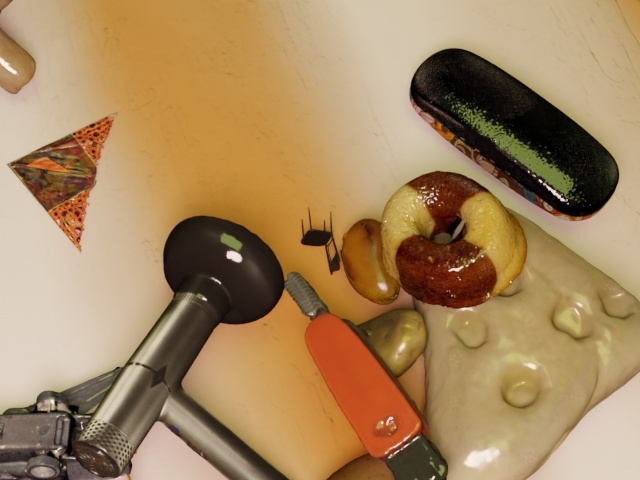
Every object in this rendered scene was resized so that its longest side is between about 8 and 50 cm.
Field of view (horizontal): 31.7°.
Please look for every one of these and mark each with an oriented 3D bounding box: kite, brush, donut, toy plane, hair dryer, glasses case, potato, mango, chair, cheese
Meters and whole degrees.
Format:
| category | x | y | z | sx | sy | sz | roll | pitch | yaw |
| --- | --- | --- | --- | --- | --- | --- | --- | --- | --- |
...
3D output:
| category | x | y | z | sx | sy | sz | roll | pitch | yaw |
| --- | --- | --- | --- | --- | --- | --- | --- | --- | --- |
| kite | -0.350 | -0.090 | 1.478 | 0.125 | 0.008 | 0.222 | 8 | 60 | -1 |
| brush | 0.039 | 0.153 | 1.282 | 0.070 | 0.051 | 0.323 | -40 | 56 | 4 |
| donut | 0.152 | -0.007 | 1.349 | 0.166 | 0.073 | 0.184 | -32 | 50 | -3 |
| toy plane | -0.358 | 0.227 | 1.245 | 0.316 | 0.103 | 0.204 | 3 | 50 | -6 |
| hair dryer | -0.121 | 0.180 | 1.310 | 0.284 | 0.156 | 0.320 | 48 | 46 | -32 |
| glasses case | 0.265 | -0.149 | 1.557 | 0.321 | 0.082 | 0.122 | 39 | 62 | 14 |
| potato | 0.067 | 0.133 | 1.356 | 0.138 | 0.070 | 0.091 | -21 | 31 | 17 |
| mango | 0.063 | 0.030 | 1.430 | 0.063 | 0.077 | 0.127 | -1 | 54 | -27 |
| chair | -0.002 | 0.001 | 1.461 | 0.042 | 0.037 | 0.086 | 2 | 56 | -21 |
| cheese | 0.195 | 0.116 | 1.379 | 0.351 | 0.129 | 0.328 | -36 | 67 | -24 |

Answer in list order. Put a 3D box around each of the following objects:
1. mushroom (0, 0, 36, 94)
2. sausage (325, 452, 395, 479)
| category | x | y | z | sx | sy | sz | roll | pitch | yaw |
| --- | --- | --- | --- | --- | --- | --- | --- | --- | --- |
| mushroom | -0.468 | -0.284 | 1.483 | 0.215 | 0.207 | 0.207 | 47 | 59 | -22 |
| sausage | -0.035 | 0.417 | 1.169 | 0.123 | 0.136 | 0.501 | 21 | 59 | 23 |
